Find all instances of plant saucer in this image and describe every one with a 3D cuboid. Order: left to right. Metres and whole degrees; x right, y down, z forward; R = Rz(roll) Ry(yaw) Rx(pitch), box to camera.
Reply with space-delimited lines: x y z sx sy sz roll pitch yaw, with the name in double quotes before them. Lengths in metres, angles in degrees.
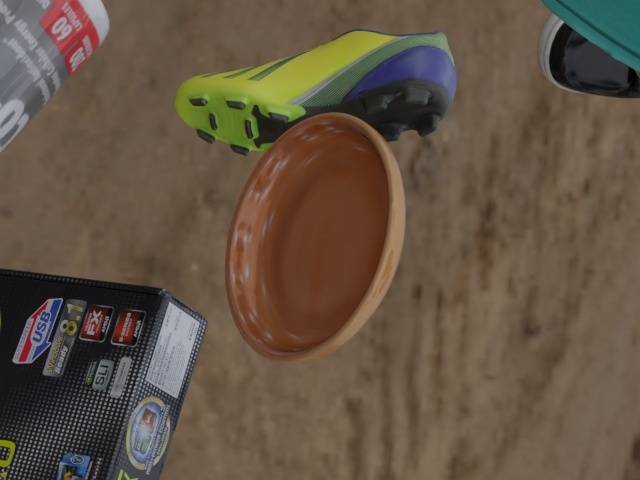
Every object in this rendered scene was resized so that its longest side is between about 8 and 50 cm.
"plant saucer" 0.000 0.000 1.335 0.037 0.200 0.200 17 78 -39

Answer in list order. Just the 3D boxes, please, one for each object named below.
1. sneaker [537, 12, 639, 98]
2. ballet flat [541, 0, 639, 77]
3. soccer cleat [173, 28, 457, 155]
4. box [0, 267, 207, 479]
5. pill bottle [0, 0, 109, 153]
"sneaker" 0.251 -0.118 1.031 0.217 0.121 0.079 -10 117 -17
"ballet flat" 0.270 -0.082 0.628 0.147 0.409 0.147 -50 154 -35
"soccer cleat" -0.003 -0.156 1.719 0.093 0.289 0.121 67 25 -50
"box" -0.214 0.155 1.159 0.060 0.216 0.270 41 61 -55
"pill bottle" -0.290 -0.094 1.145 0.283 0.161 0.161 -50 142 -14
